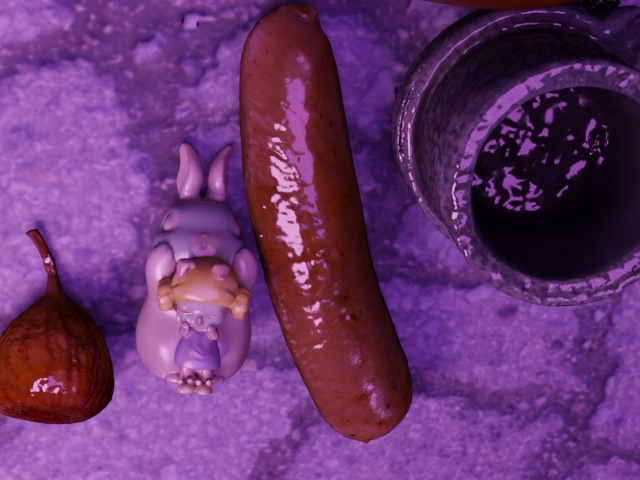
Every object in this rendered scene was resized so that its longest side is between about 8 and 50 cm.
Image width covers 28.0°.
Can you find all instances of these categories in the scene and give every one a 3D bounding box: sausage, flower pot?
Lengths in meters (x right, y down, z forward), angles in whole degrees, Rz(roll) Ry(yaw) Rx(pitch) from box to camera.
[{"bbox_3d":[-0.003,0.001,1.360,0.136,0.123,0.501,-24,115,-22],"label":"sausage"},{"bbox_3d":[0.230,-0.105,1.275,0.299,0.283,0.299,-2,109,-6],"label":"flower pot"}]

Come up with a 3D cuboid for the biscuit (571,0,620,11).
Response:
[{"bbox_3d":[0.277,-0.262,1.350,0.089,0.027,0.087,-22,115,0],"label":"biscuit"}]

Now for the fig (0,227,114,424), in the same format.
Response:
[{"bbox_3d":[-0.292,0.096,1.378,0.146,0.201,0.133,-19,159,33],"label":"fig"}]

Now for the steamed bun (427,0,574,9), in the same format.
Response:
[{"bbox_3d":[0.127,-0.337,1.175,0.379,0.248,0.235,5,112,-12],"label":"steamed bun"}]

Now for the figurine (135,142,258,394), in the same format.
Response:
[{"bbox_3d":[-0.128,0.026,1.342,0.127,0.155,0.236,6,107,3],"label":"figurine"}]
